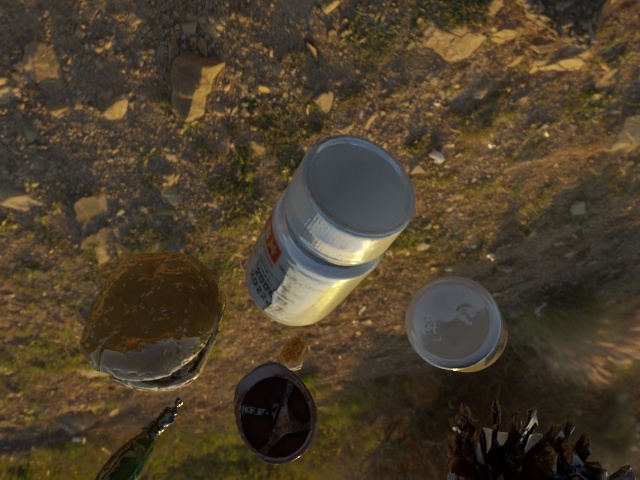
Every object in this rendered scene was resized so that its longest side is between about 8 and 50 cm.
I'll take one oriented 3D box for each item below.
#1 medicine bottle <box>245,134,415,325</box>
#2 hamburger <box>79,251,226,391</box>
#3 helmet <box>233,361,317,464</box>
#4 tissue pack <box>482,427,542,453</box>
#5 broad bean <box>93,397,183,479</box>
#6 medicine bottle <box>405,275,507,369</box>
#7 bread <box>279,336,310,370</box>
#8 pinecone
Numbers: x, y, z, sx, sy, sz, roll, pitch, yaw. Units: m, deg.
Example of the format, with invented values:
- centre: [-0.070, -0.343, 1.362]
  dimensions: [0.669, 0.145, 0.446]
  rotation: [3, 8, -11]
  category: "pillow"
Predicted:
- centre: [0.000, 0.000, 0.909]
  dimensions: [0.211, 0.211, 0.371]
  rotation: [7, 149, -18]
  category: "medicine bottle"
- centre: [-0.326, 0.149, 1.001]
  dimensions: [0.260, 0.283, 0.144]
  rotation: [-3, 135, 8]
  category: "hamburger"
- centre: [-0.048, 0.203, 0.583]
  dimensions: [0.089, 0.111, 0.057]
  rotation: [-27, 151, -5]
  category: "helmet"
- centre: [0.488, 0.546, 1.273]
  dimensions: [0.026, 0.122, 0.193]
  rotation: [19, 157, -28]
  category: "tissue pack"
- centre: [-0.202, 0.270, 0.511]
  dimensions: [0.144, 0.292, 0.049]
  rotation: [-42, 105, -4]
  category: "broad bean"
- centre: [0.347, 0.216, 1.234]
  dimensions: [0.208, 0.208, 0.340]
  rotation: [-31, 156, 13]
  category: "medicine bottle"
- centre: [-0.076, 0.334, 1.488]
  dimensions: [0.083, 0.110, 0.044]
  rotation: [-5, 131, 32]
  category: "bread"
- centre: [0.428, 0.485, 0.976]
  dimensions: [0.385, 0.384, 0.384]
  rotation: [-6, 130, -7]
  category: "pinecone"
